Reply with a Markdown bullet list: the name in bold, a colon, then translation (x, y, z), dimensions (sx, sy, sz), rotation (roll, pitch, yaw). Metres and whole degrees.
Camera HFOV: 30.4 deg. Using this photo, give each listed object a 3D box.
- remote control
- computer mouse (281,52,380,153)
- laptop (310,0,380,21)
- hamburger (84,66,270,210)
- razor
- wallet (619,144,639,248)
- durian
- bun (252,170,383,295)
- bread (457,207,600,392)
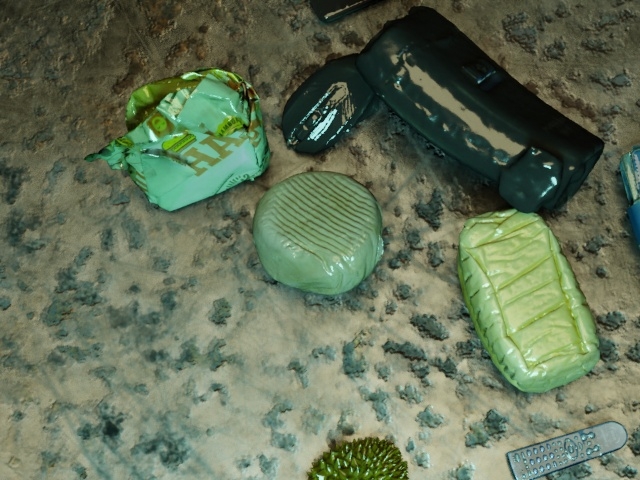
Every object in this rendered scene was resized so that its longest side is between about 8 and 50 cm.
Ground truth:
- **remote control**: translation (0.315, 0.267, 1.495), dimensions (0.153, 0.027, 0.043), rotation (-17, 82, -1)
- **computer mouse**: translation (0.017, -0.189, 1.599), dimensions (0.099, 0.057, 0.172), rotation (45, 82, 3)
- **laptop**: translation (0.028, -0.421, 1.675), dimensions (0.154, 0.026, 0.207), rotation (-24, 76, -2)
- **hamburger**: translation (-0.183, -0.136, 1.518), dimensions (0.235, 0.214, 0.125), rotation (-8, 64, 5)
- **razor**: translation (0.206, -0.171, 1.534), dimensions (0.327, 0.107, 0.189), rotation (40, 38, 13)
- **wallet**: translation (0.476, -0.033, 1.548), dimensions (0.141, 0.059, 0.202), rotation (-9, 78, -8)
- **durian**: translation (0.047, 0.347, 1.446), dimensions (0.147, 0.102, 0.208), rotation (-4, 80, -5)
- **bun**: translation (0.000, 0.000, 1.524), dimensions (0.167, 0.113, 0.173), rotation (-18, 53, -8)
- **bread**: translation (0.259, 0.075, 1.501), dimensions (0.140, 0.106, 0.236), rotation (-20, 76, -3)
